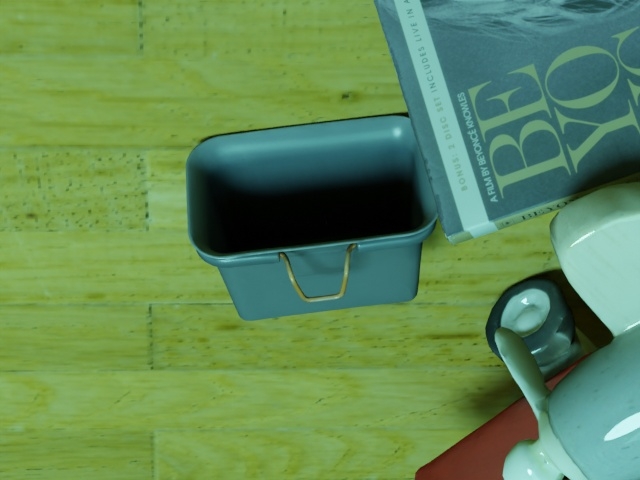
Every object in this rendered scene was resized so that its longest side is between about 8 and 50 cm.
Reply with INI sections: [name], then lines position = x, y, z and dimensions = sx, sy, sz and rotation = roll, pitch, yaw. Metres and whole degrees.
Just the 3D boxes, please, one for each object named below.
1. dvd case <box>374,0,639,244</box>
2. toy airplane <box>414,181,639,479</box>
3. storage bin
[dvd case]
position = 0.139, -0.109, 0.602
dimensions = 0.221, 0.165, 0.018
rotation = -19, 162, 13
[toy airplane]
position = 0.261, 0.134, 0.697
dimensions = 0.386, 0.272, 0.384
rotation = 14, 146, 0
[storage bin]
position = 0.000, 0.000, 0.739
dimensions = 0.135, 0.098, 0.091
rotation = -8, 144, 2
